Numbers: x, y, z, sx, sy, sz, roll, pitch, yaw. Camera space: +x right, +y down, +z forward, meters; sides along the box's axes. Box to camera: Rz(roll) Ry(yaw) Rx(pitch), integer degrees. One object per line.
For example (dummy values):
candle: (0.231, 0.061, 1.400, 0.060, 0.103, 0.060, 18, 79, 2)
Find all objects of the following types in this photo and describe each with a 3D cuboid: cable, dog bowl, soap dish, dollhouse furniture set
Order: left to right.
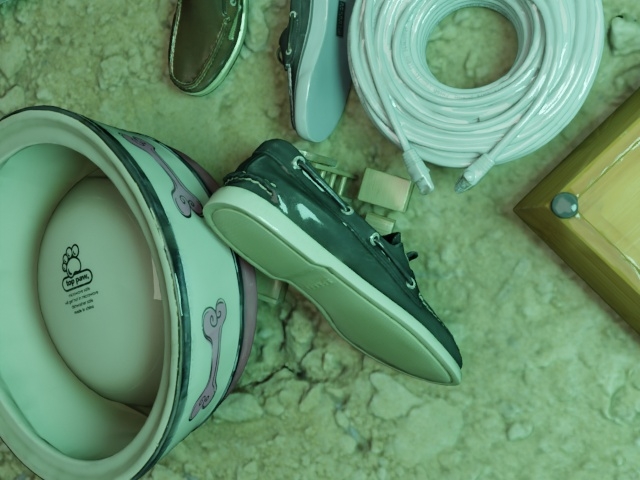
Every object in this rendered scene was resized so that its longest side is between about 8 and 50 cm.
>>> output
dog bowl: (-0.243, 0.059, 0.799, 0.408, 0.150, 0.407, 6, 100, 36)
dollhouse furniture set: (0.000, 0.000, 0.787, 0.161, 0.101, 0.181, 18, 97, 17)
cable: (0.157, -0.202, 0.739, 0.257, 0.089, 0.257, -35, 80, 15)
soap dish: (0.363, -0.051, 0.656, 0.291, 0.118, 0.229, -46, 78, 14)

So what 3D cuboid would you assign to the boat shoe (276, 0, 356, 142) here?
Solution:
boat shoe: (-0.013, -0.226, 0.805, 0.076, 0.080, 0.228, 9, 97, 35)

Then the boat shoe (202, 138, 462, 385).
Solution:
boat shoe: (0.040, 0.026, 0.723, 0.340, 0.127, 0.113, 38, 62, -21)

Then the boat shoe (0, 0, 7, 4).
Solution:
boat shoe: (-0.471, -0.459, 0.930, 0.103, 0.118, 0.320, -23, 91, 13)

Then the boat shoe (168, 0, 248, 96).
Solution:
boat shoe: (-0.131, -0.299, 0.827, 0.095, 0.095, 0.257, 20, 97, 17)
